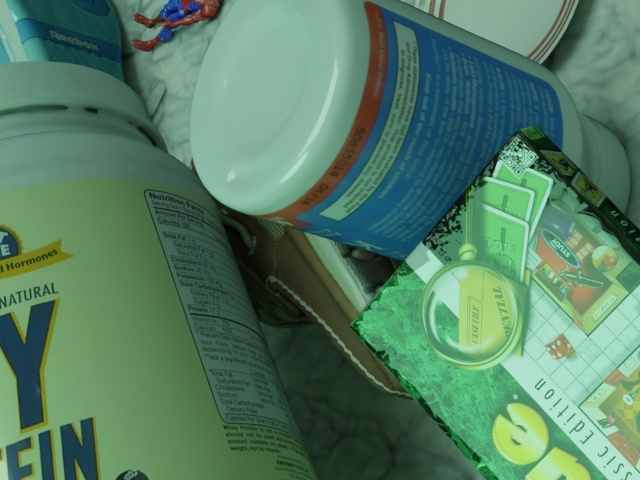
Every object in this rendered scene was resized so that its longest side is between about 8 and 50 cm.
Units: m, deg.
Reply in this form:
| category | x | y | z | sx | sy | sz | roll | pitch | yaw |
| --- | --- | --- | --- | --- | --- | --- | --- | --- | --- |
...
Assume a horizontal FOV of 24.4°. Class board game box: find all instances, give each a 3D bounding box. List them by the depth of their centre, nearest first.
| category | x | y | z | sx | sy | sz | roll | pitch | yaw |
| --- | --- | --- | --- | --- | --- | --- | --- | --- | --- |
| board game box | 0.140 | 0.086 | 0.663 | 0.259 | 0.030 | 0.136 | 47 | 121 | 16 |

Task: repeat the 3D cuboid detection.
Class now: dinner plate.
| category | x | y | z | sx | sy | sz | roll | pitch | yaw |
| --- | --- | --- | --- | --- | --- | --- | --- | --- | --- |
| dinner plate | 0.109 | -0.149 | 0.894 | 0.141 | 0.017 | 0.141 | -21 | 62 | 46 |

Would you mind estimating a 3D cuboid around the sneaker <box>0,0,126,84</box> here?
| category | x | y | z | sx | sy | sz | roll | pitch | yaw |
| --- | --- | --- | --- | --- | --- | --- | --- | --- | --- |
| sneaker | -0.258 | -0.097 | 1.245 | 0.208 | 0.127 | 0.319 | -46 | 45 | 29 |

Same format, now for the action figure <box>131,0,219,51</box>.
| category | x | y | z | sx | sy | sz | roll | pitch | yaw |
| --- | --- | --- | --- | --- | --- | --- | --- | --- | --- |
| action figure | -0.111 | -0.183 | 1.173 | 0.115 | 0.030 | 0.038 | -19 | 58 | 44 |

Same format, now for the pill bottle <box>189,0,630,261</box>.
| category | x | y | z | sx | sy | sz | roll | pitch | yaw |
| --- | --- | --- | --- | --- | --- | --- | --- | --- | --- |
| pill bottle | 0.055 | -0.048 | 0.757 | 0.124 | 0.221 | 0.124 | -23 | 59 | 45 |

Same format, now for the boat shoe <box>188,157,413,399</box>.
| category | x | y | z | sx | sy | sz | roll | pitch | yaw |
| --- | --- | --- | --- | --- | --- | --- | --- | --- | --- |
| boat shoe | 0.000 | 0.000 | 0.906 | 0.116 | 0.123 | 0.324 | -64 | 32 | 24 |

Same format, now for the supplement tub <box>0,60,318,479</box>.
| category | x | y | z | sx | sy | sz | roll | pitch | yaw |
| --- | --- | --- | --- | --- | --- | --- | --- | --- | --- |
| supplement tub | -0.143 | 0.088 | 0.823 | 0.235 | 0.235 | 0.324 | -42 | 58 | 34 |
